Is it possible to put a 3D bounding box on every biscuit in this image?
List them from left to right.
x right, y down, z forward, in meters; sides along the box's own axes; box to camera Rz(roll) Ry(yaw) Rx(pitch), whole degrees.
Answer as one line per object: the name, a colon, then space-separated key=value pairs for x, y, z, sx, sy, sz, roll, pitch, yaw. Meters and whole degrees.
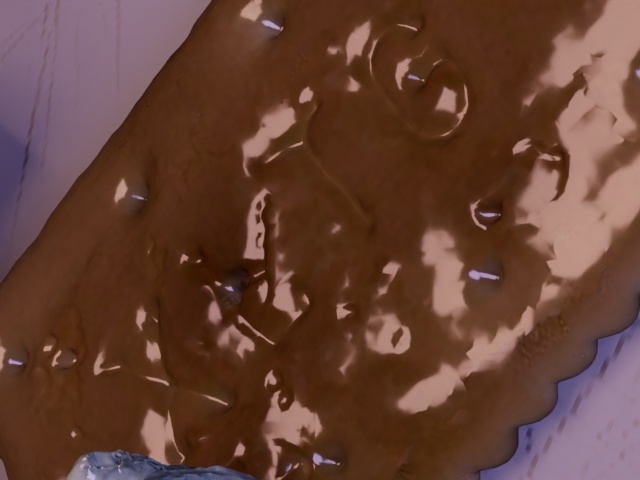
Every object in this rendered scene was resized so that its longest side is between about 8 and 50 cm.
biscuit: x=0.000 y=0.000 z=0.616 sx=0.325 sy=0.044 sz=0.217 roll=-50 pitch=59 yaw=18

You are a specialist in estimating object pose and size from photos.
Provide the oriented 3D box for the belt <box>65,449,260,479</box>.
belt: x=0.008 y=0.132 z=0.511 sx=0.082 sy=0.163 sz=0.147 roll=-60 pitch=40 yaw=15
